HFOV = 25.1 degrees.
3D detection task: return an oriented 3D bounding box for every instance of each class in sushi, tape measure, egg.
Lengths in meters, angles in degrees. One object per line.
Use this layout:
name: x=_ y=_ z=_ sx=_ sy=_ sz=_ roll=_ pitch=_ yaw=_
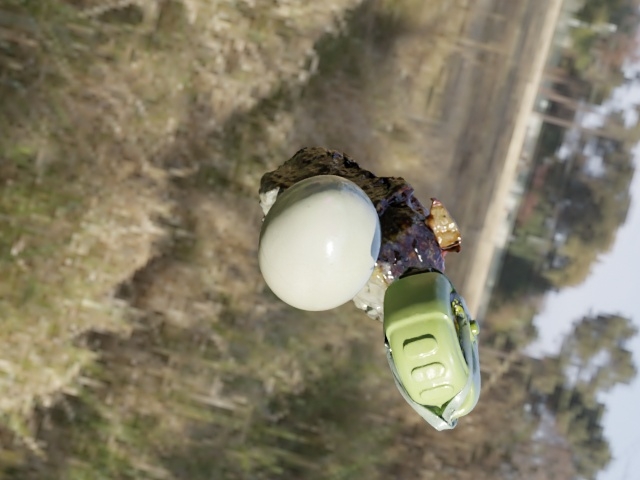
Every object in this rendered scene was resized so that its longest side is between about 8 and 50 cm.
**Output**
sushi: x=0.055 y=-0.024 z=2.126 sx=0.182 sy=0.343 sz=0.196 roll=-46 pitch=141 yaw=-17
tape measure: x=0.130 y=0.122 z=1.716 sx=0.200 sy=0.106 sz=0.175 roll=-85 pitch=155 yaw=-50
egg: x=0.000 y=0.000 z=1.783 sx=0.209 sy=0.151 sz=0.151 roll=108 pitch=-2 yaw=-53
